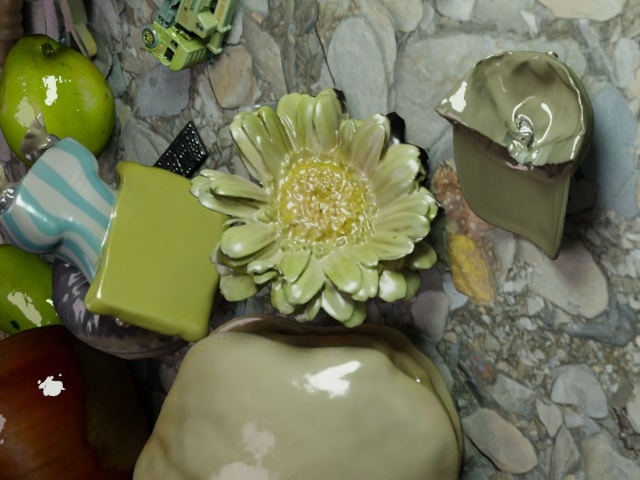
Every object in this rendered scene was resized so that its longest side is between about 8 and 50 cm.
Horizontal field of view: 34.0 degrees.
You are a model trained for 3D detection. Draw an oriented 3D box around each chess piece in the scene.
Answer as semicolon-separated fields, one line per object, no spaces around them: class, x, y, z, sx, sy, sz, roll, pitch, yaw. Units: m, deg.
chess piece;-0.582;-0.388;1.877;0.139;0.124;0.307;-115;31;-65

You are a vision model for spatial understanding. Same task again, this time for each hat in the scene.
hat;0.218;-0.086;1.053;0.166;0.144;0.173;32;169;38

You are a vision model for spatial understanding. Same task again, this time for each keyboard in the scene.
keyboard;-0.230;-0.108;1.610;0.204;0.013;0.061;-39;72;49

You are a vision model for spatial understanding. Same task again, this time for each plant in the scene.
plant;0.027;-0.022;1.235;0.261;0.297;0.306;-16;45;29

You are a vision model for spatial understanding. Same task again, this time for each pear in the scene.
pear;-0.423;-0.219;1.667;0.187;0.187;0.220;19;119;46

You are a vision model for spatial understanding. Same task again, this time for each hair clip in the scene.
hair clip;-0.426;-0.353;1.722;0.159;0.071;0.218;37;134;34

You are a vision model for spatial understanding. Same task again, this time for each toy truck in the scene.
toy truck;-0.170;-0.305;1.428;0.100;0.077;0.169;45;131;13

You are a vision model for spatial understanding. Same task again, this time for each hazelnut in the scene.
hazelnut;-0.466;0.320;1.781;0.366;0.366;0.366;20;117;46

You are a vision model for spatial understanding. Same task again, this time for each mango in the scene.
mango;-0.558;0.114;1.985;0.293;0.143;0.175;34;128;28

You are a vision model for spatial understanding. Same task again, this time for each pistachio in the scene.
pistachio;-0.039;0.266;1.283;0.445;0.281;0.365;-25;88;23

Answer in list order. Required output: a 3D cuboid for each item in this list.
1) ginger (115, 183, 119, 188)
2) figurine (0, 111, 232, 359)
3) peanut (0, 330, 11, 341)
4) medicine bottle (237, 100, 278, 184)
ginger;-0.280;-0.072;1.638;0.137;0.057;0.044;-1;56;55
figurine;-0.345;0.043;1.541;0.361;0.266;0.377;36;143;-13
peanut;-0.682;0.162;2.188;0.207;0.087;0.087;60;139;14
medicine bottle;-0.066;-0.082;1.386;0.057;0.057;0.199;-2;101;50
